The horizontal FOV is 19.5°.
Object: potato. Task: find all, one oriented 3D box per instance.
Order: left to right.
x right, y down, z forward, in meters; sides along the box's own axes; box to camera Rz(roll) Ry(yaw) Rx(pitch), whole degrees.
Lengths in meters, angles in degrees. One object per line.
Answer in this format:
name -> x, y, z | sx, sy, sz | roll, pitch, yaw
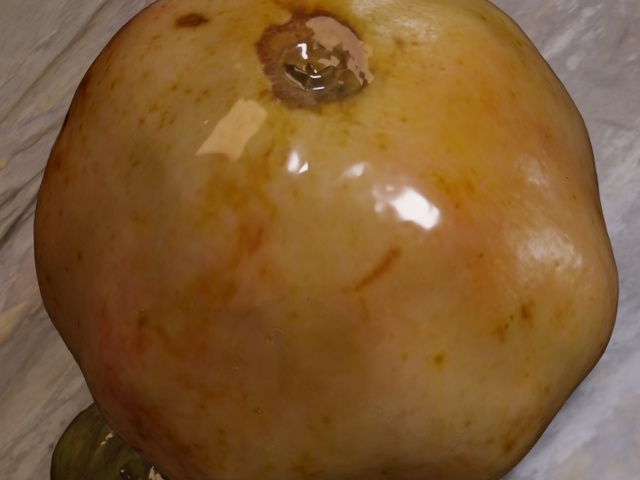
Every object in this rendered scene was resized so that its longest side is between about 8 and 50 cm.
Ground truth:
potato -> -0.126, 0.183, 1.424 | 0.149, 0.113, 0.251 | -51, 22, -14

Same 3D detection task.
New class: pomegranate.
pomegranate -> 0.000, 0.000, 1.281 | 0.411, 0.411, 0.411 | -29, 29, 18
